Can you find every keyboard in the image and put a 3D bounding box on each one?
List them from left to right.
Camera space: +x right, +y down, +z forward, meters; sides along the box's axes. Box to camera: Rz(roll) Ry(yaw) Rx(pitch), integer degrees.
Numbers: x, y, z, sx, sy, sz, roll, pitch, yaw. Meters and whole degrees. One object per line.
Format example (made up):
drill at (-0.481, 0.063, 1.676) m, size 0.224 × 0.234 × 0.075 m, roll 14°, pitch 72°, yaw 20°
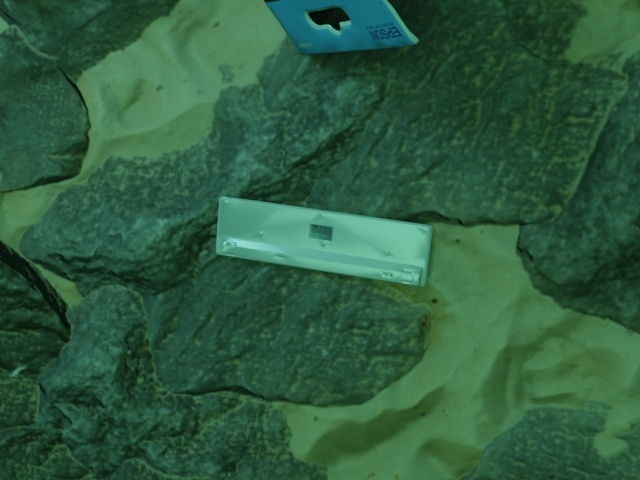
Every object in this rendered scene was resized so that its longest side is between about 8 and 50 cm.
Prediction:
keyboard at (0.000, 0.000, 1.036) m, size 0.256 × 0.014 × 0.072 m, roll 8°, pitch 97°, yaw 14°

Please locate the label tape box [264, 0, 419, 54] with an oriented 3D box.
label tape box at (-0.022, -0.351, 0.836) m, size 0.115 × 0.249 × 0.347 m, roll -40°, pitch 113°, yaw -14°
